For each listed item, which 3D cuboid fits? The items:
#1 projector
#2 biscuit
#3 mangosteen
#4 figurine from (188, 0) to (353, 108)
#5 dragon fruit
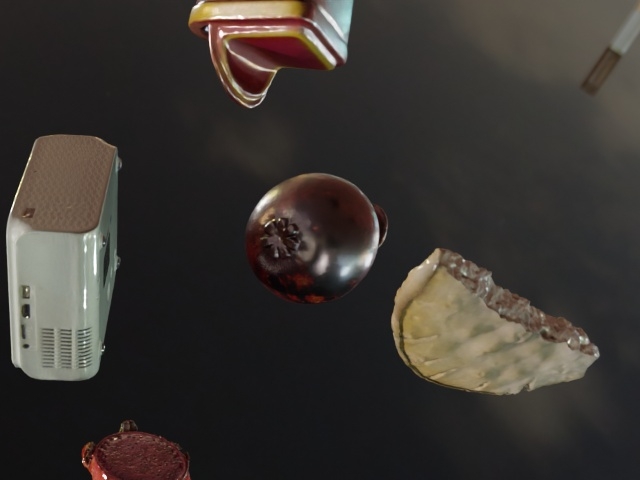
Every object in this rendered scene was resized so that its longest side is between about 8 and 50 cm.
[{"bbox_3d":[-0.295,0.015,1.289,0.108,0.198,0.250,3,-152,-8],"label":"projector"},{"bbox_3d":[0.150,0.098,1.031,0.289,0.141,0.038,29,-140,-41],"label":"biscuit"},{"bbox_3d":[0.000,0.000,1.432,0.199,0.200,0.200,25,-155,-13],"label":"mangosteen"},{"bbox_3d":[-0.033,-0.144,0.544,0.098,0.154,0.082,9,176,13],"label":"figurine"},{"bbox_3d":[-0.192,0.253,1.138,0.126,0.068,0.112,26,-156,29],"label":"dragon fruit"}]
